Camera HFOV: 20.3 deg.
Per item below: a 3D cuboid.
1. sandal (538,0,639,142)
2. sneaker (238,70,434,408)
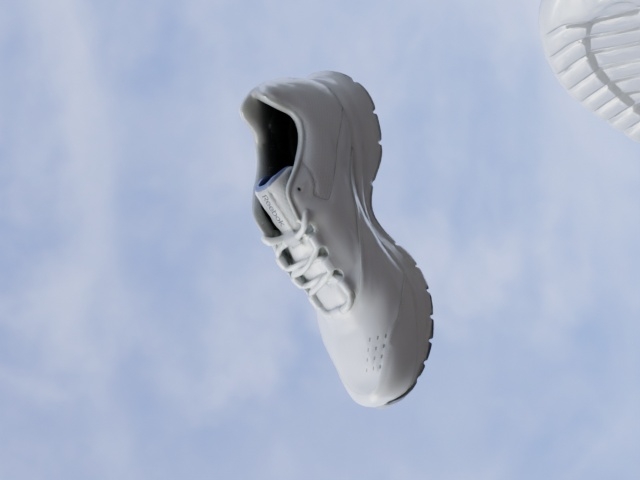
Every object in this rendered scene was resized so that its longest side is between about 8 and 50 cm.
[{"bbox_3d":[0.350,-0.179,1.805,0.416,0.169,0.102,37,-140,-42],"label":"sandal"},{"bbox_3d":[0.000,0.000,1.484,0.129,0.111,0.297,-1,-112,-51],"label":"sneaker"}]
